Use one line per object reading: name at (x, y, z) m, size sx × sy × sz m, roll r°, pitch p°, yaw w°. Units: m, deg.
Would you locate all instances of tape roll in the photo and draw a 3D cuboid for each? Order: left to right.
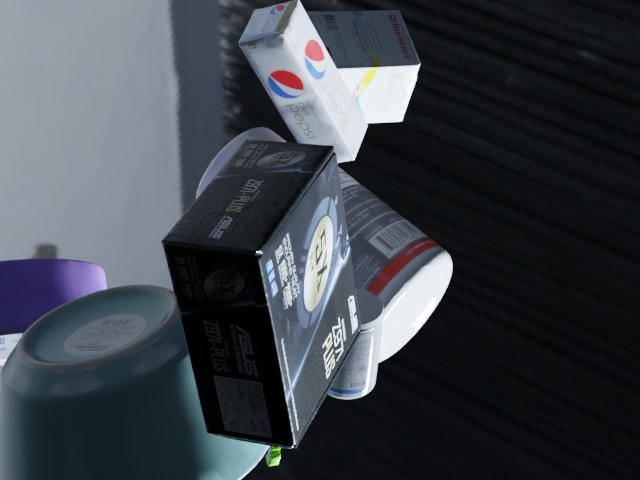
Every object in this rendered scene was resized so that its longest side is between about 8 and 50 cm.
tape roll at (-0.417, 0.100, 1.701) m, size 0.274 × 0.274 × 0.090 m, roll 12°, pitch 64°, yaw -59°

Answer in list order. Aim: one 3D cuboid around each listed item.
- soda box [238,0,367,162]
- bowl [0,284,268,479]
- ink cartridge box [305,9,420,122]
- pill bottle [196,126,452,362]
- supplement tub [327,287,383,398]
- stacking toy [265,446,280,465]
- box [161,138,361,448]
soda box at (-0.019, -0.199, 1.655) m, size 0.216 × 0.069 × 0.074 m, roll 58°, pitch 38°, yaw -35°
bowl at (-0.215, 0.157, 1.376) m, size 0.311 × 0.311 × 0.163 m, roll -34°, pitch 119°, yaw -40°
ink cartridge box at (0.043, -0.262, 1.955) m, size 0.176 × 0.128 × 0.127 m, roll -4°, pitch 141°, yaw -15°
pill bottle at (0.000, 0.000, 1.922) m, size 0.210 × 0.363 × 0.210 m, roll -41°, pitch 157°, yaw -23°
supplement tub at (0.031, 0.113, 1.405) m, size 0.071 × 0.071 × 0.107 m, roll -31°, pitch 137°, yaw -43°
stacking toy at (-0.152, 0.280, 2.082) m, size 0.166 × 0.052 × 0.221 m, roll -8°, pitch 109°, yaw -17°
box at (-0.037, 0.039, 0.967) m, size 0.147 × 0.077 × 0.180 m, roll -56°, pitch 145°, yaw -50°
